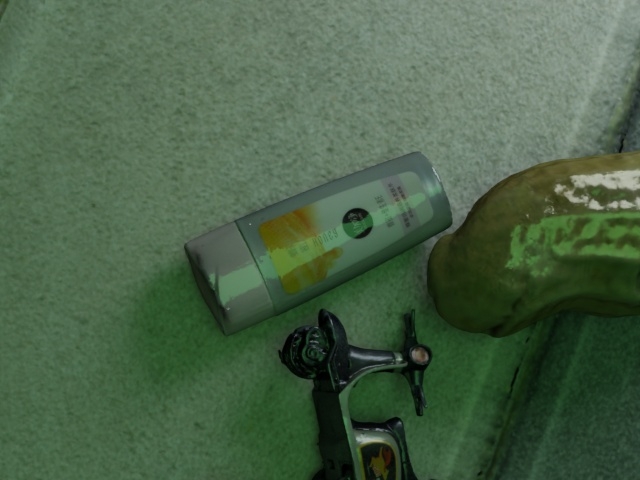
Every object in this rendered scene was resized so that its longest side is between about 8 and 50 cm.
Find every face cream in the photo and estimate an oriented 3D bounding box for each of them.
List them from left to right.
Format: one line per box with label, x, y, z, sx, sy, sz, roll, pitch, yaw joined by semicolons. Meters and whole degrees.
face cream;0.000;0.000;1.466;0.269;0.073;0.107;-23;84;-10

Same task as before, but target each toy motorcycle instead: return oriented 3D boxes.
toy motorcycle;0.051;0.193;1.460;0.157;0.091;0.263;-12;91;-19

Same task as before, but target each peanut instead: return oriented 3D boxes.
peanut;0.275;-0.007;1.480;0.340;0.158;0.174;-4;125;-7
